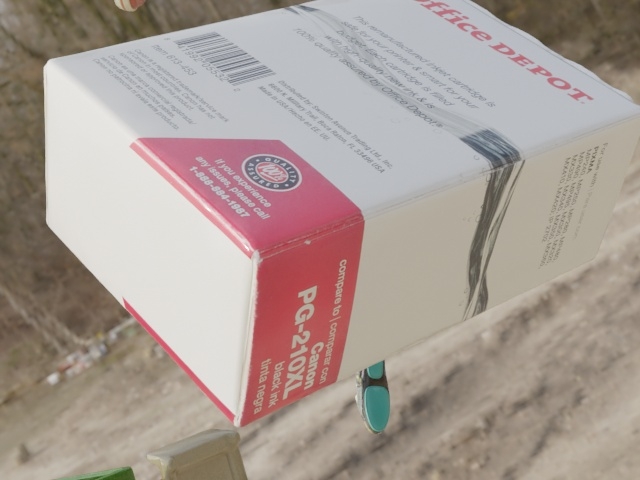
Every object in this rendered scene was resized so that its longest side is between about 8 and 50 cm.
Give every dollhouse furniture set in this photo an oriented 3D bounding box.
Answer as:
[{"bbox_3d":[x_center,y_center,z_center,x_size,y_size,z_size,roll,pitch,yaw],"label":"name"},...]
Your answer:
[{"bbox_3d":[-0.215,0.361,1.443,0.151,0.198,0.301,-18,-4,33],"label":"dollhouse furniture set"}]

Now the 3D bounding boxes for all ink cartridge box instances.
[{"bbox_3d":[0.011,-0.036,0.580,0.237,0.172,0.100,-20,-45,-34],"label":"ink cartridge box"}]

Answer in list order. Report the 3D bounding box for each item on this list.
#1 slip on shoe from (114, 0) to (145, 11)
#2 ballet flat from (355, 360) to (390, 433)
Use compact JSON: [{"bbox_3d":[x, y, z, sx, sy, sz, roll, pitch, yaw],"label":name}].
[{"bbox_3d":[-0.179,-0.400,1.471,0.331,0.101,0.123,-51,22,45],"label":"slip on shoe"},{"bbox_3d":[0.056,0.164,1.338,0.041,0.114,0.041,-2,-20,-1],"label":"ballet flat"}]
